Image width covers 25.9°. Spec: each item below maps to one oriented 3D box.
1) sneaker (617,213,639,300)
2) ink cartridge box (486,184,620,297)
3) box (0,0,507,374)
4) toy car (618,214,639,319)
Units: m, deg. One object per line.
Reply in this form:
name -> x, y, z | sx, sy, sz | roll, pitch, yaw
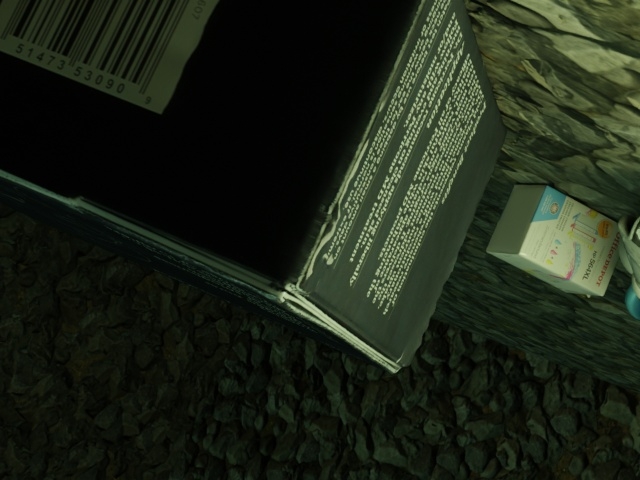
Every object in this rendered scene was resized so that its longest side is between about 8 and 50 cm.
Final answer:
sneaker -> 0.381, -0.005, 1.319 | 0.229, 0.086, 0.132 | -8, 120, 40
ink cartridge box -> 0.292, 0.003, 1.672 | 0.143, 0.092, 0.090 | 25, 174, -18
box -> -0.121, -0.120, 1.254 | 0.480, 0.297, 0.472 | 22, 172, 16
toy car -> 0.402, 0.059, 1.493 | 0.159, 0.136, 0.182 | 28, 173, -36
